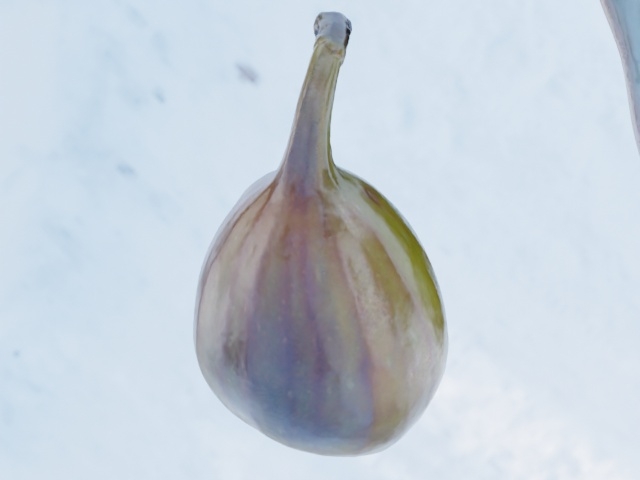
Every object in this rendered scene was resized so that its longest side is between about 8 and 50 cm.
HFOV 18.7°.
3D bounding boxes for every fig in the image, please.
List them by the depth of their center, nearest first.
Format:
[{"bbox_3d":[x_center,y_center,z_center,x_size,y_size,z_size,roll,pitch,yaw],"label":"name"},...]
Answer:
[{"bbox_3d":[0.000,0.000,0.360,0.050,0.050,0.083,23,123,39],"label":"fig"}]

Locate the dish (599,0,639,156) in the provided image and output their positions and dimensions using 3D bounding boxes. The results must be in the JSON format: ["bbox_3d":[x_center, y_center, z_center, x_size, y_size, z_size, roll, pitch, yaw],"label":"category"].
[{"bbox_3d":[0.186,-0.075,0.550,0.229,0.081,0.229,22,122,41],"label":"dish"}]
